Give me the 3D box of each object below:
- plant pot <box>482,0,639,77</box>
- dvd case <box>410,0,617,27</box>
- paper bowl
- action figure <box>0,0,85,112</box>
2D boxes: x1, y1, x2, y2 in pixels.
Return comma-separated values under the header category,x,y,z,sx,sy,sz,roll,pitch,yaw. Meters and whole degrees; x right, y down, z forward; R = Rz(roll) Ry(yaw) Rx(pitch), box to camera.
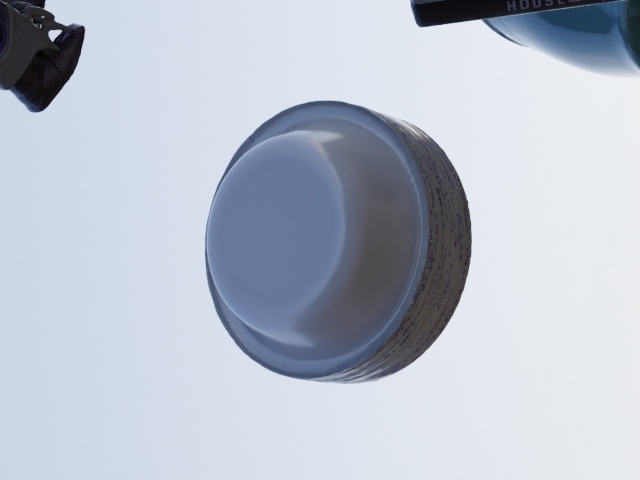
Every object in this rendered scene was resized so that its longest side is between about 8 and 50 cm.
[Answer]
category,x,y,z,sx,sy,sz,roll,pitch,yaw
plant pot,0.307,-0.277,1.793,0.255,0.271,0.272,-133,29,-56
dvd case,0.177,-0.228,1.232,0.030,0.238,0.179,73,-167,-49
paper bowl,0.000,0.000,1.840,0.148,0.284,0.284,13,-99,-54
action figure,-0.307,-0.196,1.328,0.285,0.185,0.099,26,-88,-46
